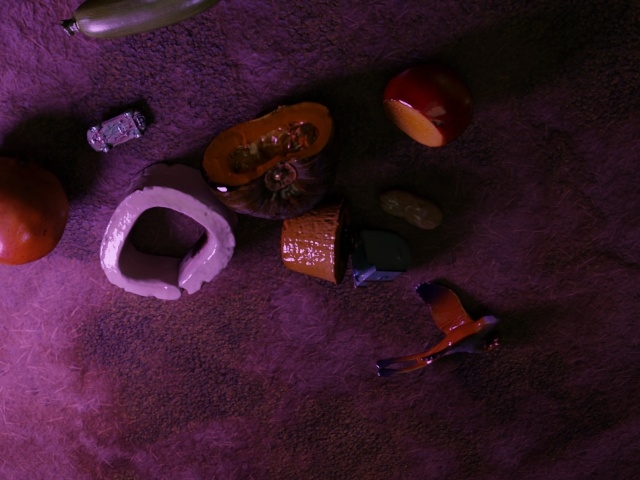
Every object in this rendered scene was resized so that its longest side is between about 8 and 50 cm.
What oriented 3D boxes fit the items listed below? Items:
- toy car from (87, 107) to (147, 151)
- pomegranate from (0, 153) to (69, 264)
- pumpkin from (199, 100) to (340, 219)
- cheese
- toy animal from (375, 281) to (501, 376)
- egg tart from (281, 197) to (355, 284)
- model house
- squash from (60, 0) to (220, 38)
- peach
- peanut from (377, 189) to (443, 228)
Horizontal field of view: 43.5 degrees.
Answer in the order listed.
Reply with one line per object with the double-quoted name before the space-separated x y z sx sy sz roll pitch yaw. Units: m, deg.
"toy car" -0.475 -0.260 1.873 0.142 0.055 0.069 -24 119 -3
"pomegranate" -0.720 -0.078 1.871 0.264 0.264 0.264 0 120 -1
"pumpkin" -0.101 -0.175 1.865 0.324 0.242 0.232 -18 148 4
"cheese" -0.371 -0.008 1.961 0.292 0.153 0.332 32 116 -17
"toy animal" 0.342 0.293 2.169 0.301 0.225 0.284 7 139 -18
"egg tart" 0.000 0.000 1.952 0.170 0.215 0.215 4 120 9
"model house" 0.136 0.060 2.050 0.148 0.120 0.149 4 148 -29
"squash" -0.361 -0.503 1.706 0.394 0.107 0.107 -15 119 6
"peach" 0.237 -0.298 1.790 0.192 0.190 0.190 -17 120 -7
"peanut" 0.223 -0.077 1.975 0.174 0.080 0.080 20 118 -13
